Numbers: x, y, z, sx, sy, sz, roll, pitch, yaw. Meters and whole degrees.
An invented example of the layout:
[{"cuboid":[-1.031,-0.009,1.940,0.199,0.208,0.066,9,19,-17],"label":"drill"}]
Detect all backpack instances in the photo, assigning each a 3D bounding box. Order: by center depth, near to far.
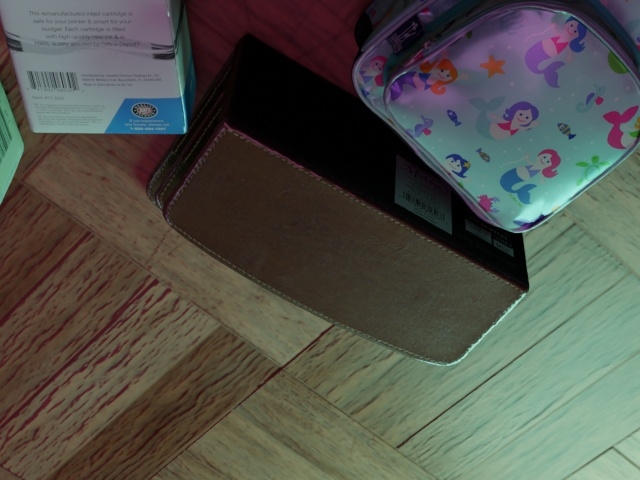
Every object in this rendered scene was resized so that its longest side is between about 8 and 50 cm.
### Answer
[{"cuboid":[0.172,-0.150,0.993,0.253,0.191,0.225,-38,114,19],"label":"backpack"}]

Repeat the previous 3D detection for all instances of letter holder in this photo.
[{"cuboid":[0.000,0.000,1.119,0.301,0.152,0.214,29,123,-16],"label":"letter holder"}]

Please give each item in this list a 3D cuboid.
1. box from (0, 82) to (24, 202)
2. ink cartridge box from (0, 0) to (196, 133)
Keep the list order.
[{"cuboid":[-0.418,-0.075,1.111,0.275,0.113,0.094,-7,125,9],"label":"box"},{"cuboid":[-0.183,-0.182,1.020,0.139,0.082,0.191,1,136,3],"label":"ink cartridge box"}]
